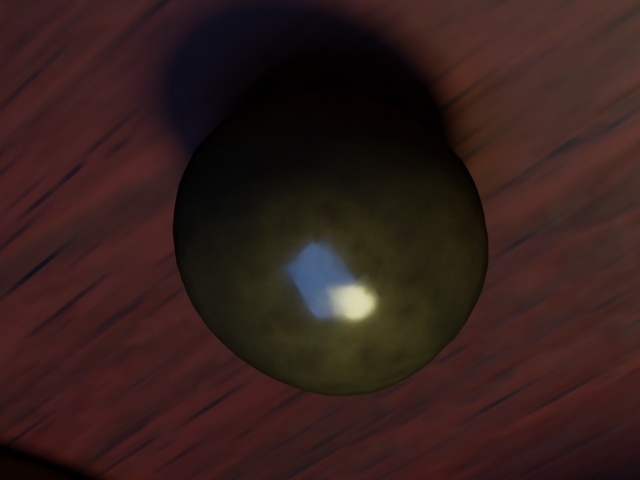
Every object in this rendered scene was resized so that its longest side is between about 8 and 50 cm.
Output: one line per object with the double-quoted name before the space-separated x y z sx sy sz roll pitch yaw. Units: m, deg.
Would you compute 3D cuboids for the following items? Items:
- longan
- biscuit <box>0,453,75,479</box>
"longan" 0.000 0.000 0.507 0.106 0.106 0.119 50 162 -27
"biscuit" -0.165 0.255 0.779 0.455 0.078 0.350 -31 121 32
